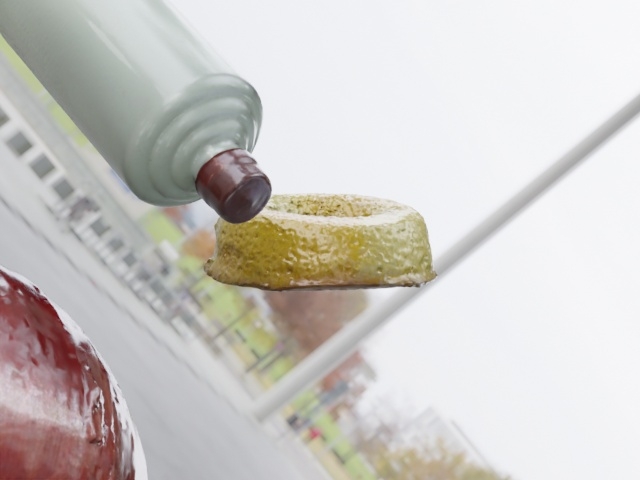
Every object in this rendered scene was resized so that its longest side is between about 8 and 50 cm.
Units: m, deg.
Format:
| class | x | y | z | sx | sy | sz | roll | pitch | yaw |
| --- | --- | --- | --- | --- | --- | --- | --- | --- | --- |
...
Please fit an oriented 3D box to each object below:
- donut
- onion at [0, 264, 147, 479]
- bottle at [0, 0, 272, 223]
| class | x | y | z | sx | sy | sz | roll | pitch | yaw |
| --- | --- | --- | --- | --- | --- | --- | --- | --- | --- |
| donut | 0.000 | 0.000 | 1.048 | 0.162 | 0.178 | 0.065 | -162 | -107 | -66 |
| onion | -0.219 | 0.129 | 0.640 | 0.276 | 0.276 | 0.276 | 51 | -5 | 6 |
| bottle | -0.114 | -0.100 | 0.889 | 0.245 | 0.104 | 0.104 | 48 | -6 | 30 |
